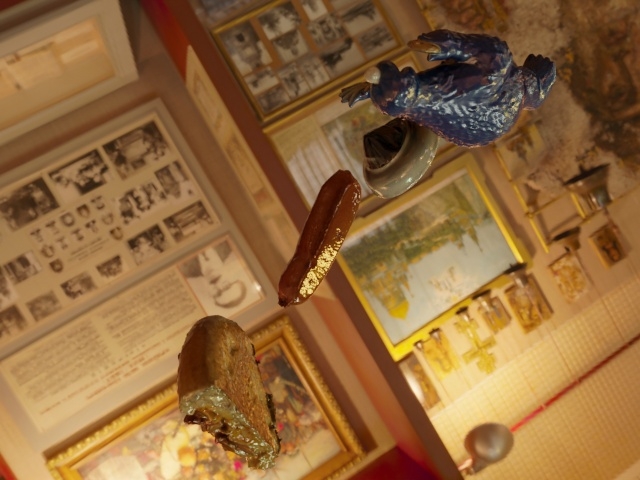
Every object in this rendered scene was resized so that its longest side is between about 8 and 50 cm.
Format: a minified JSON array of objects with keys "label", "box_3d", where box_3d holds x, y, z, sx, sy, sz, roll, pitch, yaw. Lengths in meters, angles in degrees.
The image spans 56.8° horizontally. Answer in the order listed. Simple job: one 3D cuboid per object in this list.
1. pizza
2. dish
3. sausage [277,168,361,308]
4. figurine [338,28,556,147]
[{"label":"pizza","box_3d":[-0.123,0.213,0.795,0.082,0.228,0.289,-26,-174,1]},{"label":"dish","box_3d":[0.098,-0.142,0.879,0.141,0.078,0.141,-36,-143,34]},{"label":"sausage","box_3d":[0.000,0.000,1.345,0.097,0.094,0.348,7,-109,62]},{"label":"figurine","box_3d":[0.158,-0.170,0.700,0.263,0.120,0.164,-9,174,-24]}]
